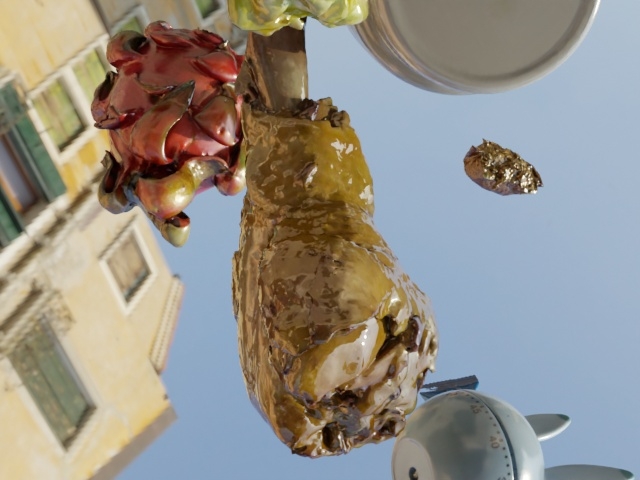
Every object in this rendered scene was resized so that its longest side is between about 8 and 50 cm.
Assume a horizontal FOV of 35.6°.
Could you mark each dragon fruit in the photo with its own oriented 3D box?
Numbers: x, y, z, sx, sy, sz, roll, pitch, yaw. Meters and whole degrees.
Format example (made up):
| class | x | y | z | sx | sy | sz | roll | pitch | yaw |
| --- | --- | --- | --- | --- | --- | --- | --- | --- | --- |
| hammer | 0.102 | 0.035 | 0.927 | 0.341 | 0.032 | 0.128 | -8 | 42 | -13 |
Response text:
| class | x | y | z | sx | sy | sz | roll | pitch | yaw |
| --- | --- | --- | --- | --- | --- | --- | --- | --- | --- |
| dragon fruit | -0.182 | -0.147 | 1.251 | 0.228 | 0.243 | 0.307 | 14 | -166 | -7 |

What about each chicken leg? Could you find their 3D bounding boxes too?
| class | x | y | z | sx | sy | sz | roll | pitch | yaw |
| --- | --- | --- | --- | --- | --- | --- | --- | --- | --- |
| chicken leg | 0.000 | 0.000 | 0.825 | 0.182 | 0.409 | 0.295 | -7 | -174 | 4 |

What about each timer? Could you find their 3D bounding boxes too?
| class | x | y | z | sx | sy | sz | roll | pitch | yaw |
| --- | --- | --- | --- | --- | --- | --- | --- | --- | --- |
| timer | 0.187 | 0.250 | 1.066 | 0.175 | 0.255 | 0.175 | -25 | -127 | 39 |

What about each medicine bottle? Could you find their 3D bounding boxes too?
| class | x | y | z | sx | sy | sz | roll | pitch | yaw |
| --- | --- | --- | --- | --- | --- | --- | --- | --- | --- |
| medicine bottle | 0.122 | -0.239 | 0.903 | 0.208 | 0.208 | 0.339 | -19 | -165 | 3 |

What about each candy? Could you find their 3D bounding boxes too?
| class | x | y | z | sx | sy | sz | roll | pitch | yaw |
| --- | --- | --- | --- | --- | --- | --- | --- | --- | --- |
| candy | 0.186 | 0.239 | 1.294 | 0.088 | 0.038 | 0.136 | -5 | -126 | -20 |

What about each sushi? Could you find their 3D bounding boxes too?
| class | x | y | z | sx | sy | sz | roll | pitch | yaw |
| --- | --- | --- | --- | --- | --- | --- | --- | --- | --- |
| sushi | 0.214 | -0.086 | 1.173 | 0.118 | 0.061 | 0.060 | 7 | 160 | -36 |

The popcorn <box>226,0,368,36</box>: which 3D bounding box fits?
| class | x | y | z | sx | sy | sz | roll | pitch | yaw |
| --- | --- | --- | --- | --- | --- | --- | --- | --- | --- |
| popcorn | -0.009 | -0.190 | 0.558 | 0.126 | 0.145 | 0.126 | -12 | -173 | 15 |
